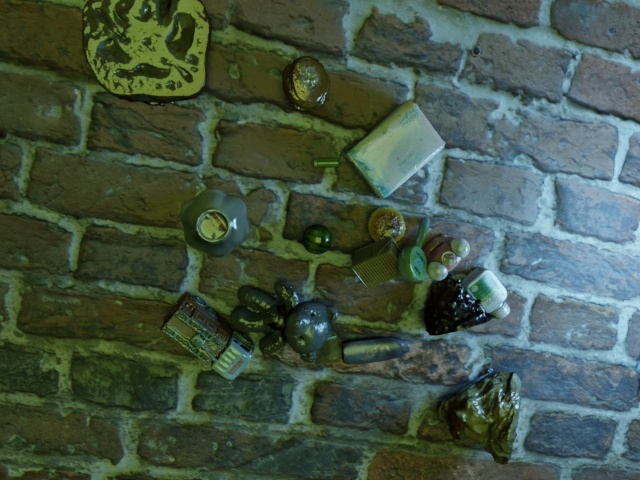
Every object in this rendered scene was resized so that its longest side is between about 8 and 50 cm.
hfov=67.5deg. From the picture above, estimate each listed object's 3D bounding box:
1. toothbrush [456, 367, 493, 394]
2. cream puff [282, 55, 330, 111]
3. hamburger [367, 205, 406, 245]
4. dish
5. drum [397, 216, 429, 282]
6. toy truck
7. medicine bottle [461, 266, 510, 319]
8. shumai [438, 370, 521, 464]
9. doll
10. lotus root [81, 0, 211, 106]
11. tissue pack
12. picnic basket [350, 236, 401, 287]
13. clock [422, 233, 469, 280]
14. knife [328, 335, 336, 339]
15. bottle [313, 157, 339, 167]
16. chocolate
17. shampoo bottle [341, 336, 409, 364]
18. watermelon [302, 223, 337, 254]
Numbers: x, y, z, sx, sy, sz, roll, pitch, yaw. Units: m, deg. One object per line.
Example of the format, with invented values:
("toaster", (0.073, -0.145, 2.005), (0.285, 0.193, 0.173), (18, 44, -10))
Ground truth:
("toothbrush", (0.566, 0.519, 1.754), (0.162, 0.014, 0.017), (-38, 116, 1))
("cream puff", (-0.050, -0.477, 1.465), (0.150, 0.115, 0.165), (27, 86, -17))
("hamburger", (0.219, -0.043, 1.585), (0.126, 0.081, 0.141), (-11, 100, -4))
("dish", (-0.337, -0.050, 1.521), (0.229, 0.081, 0.230), (-1, 99, -6))
("drum", (0.302, 0.014, 1.542), (0.130, 0.049, 0.254), (35, 55, -39))
("toy truck", (-0.358, 0.315, 1.538), (0.305, 0.162, 0.136), (40, 93, -11))
("medicine bottle", (0.583, 0.189, 1.673), (0.119, 0.069, 0.183), (-41, 103, -3))
("shumai", (0.561, 0.592, 1.699), (0.262, 0.267, 0.314), (14, 74, 18))
("doll", (-0.124, 0.262, 1.559), (0.340, 0.158, 0.246), (23, 83, -7))
("lotus root", (-0.490, -0.577, 1.407), (0.390, 0.111, 0.375), (-46, 106, 1))
("tissue pack", (0.233, -0.286, 1.527), (0.271, 0.124, 0.201), (-40, 105, 1))
("picnic basket", (0.190, 0.073, 1.561), (0.164, 0.080, 0.115), (-24, 122, 26))
("clock", (0.402, 0.050, 1.582), (0.093, 0.162, 0.166), (45, 92, -9))
("knife", (0.011, 0.342, 1.665), (0.090, 0.005, 0.014), (-12, 102, -4))
("bottle", (0.018, -0.251, 1.553), (0.083, 0.030, 0.031), (-2, 100, -6))
("chocolate", (0.431, 0.206, 1.600), (0.224, 0.206, 0.177), (-24, 80, 37))
("shampoo bottle", (0.191, 0.381, 1.669), (0.233, 0.049, 0.087), (-5, 102, -6))
("watermelon", (-0.006, -0.001, 1.561), (0.108, 0.109, 0.109), (-1, 100, -6))
